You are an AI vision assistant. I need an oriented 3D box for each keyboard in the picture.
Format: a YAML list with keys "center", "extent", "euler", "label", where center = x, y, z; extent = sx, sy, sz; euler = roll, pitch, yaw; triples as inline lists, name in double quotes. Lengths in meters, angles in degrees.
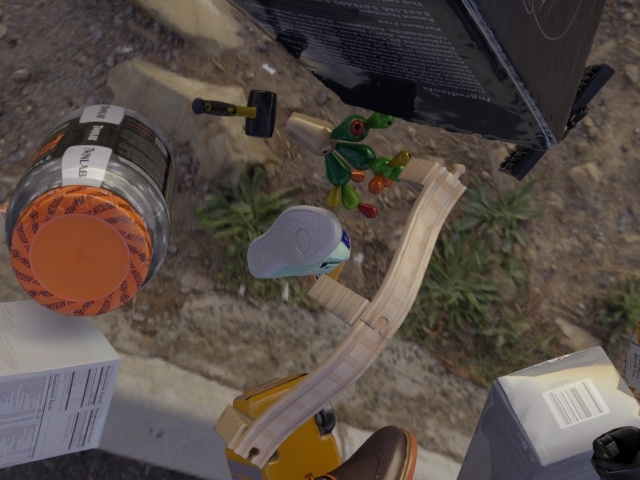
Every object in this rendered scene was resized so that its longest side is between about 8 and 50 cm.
- center: [0.300, -0.153, 1.111]
  extent: [0.023, 0.108, 0.180]
  euler: [38, 95, -13]
  label: "keyboard"

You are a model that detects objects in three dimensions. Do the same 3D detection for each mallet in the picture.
- center: [-0.104, -0.147, 1.051]
  extent: [0.039, 0.189, 0.062]
  euler: [9, 105, 20]
  label: "mallet"

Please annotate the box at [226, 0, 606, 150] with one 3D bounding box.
- center: [0.123, -0.400, 0.825]
  extent: [0.297, 0.471, 0.480]
  euler: [17, 86, 29]
  label: "box"

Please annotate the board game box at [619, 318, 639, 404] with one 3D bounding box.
- center: [0.431, 0.103, 1.035]
  extent: [0.146, 0.045, 0.194]
  euler: [-17, 129, -33]
  label: "board game box"

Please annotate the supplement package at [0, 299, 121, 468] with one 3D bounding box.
- center: [-0.508, 0.234, 1.442]
  extent: [0.262, 0.199, 0.198]
  euler: [-3, 122, -41]
  label: "supplement package"

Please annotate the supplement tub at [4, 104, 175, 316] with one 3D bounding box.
- center: [-0.171, -0.026, 0.664]
  extent: [0.117, 0.190, 0.117]
  euler: [-3, 113, -7]
  label: "supplement tub"

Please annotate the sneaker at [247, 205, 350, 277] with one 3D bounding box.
- center: [0.000, 0.000, 1.410]
  extent: [0.151, 0.256, 0.094]
  euler: [-4, 79, -31]
  label: "sneaker"

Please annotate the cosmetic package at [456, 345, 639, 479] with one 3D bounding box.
- center: [0.230, 0.224, 0.902]
  extent: [0.127, 0.107, 0.238]
  euler: [-14, 146, -17]
  label: "cosmetic package"

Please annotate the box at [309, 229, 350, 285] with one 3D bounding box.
- center: [0.022, 0.043, 1.817]
  extent: [0.028, 0.081, 0.136]
  euler: [12, 115, -22]
  label: "box"

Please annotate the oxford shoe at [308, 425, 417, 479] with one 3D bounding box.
- center: [0.007, 0.286, 0.929]
  extent: [0.271, 0.097, 0.098]
  euler: [-46, 108, -33]
  label: "oxford shoe"

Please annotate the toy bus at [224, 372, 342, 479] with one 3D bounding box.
- center: [-0.028, 0.336, 1.078]
  extent: [0.108, 0.130, 0.333]
  euler: [-17, 94, -32]
  label: "toy bus"

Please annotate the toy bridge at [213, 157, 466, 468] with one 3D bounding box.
- center: [0.017, 0.035, 0.446]
  extent: [0.026, 0.063, 0.188]
  euler: [39, 85, -24]
  label: "toy bridge"

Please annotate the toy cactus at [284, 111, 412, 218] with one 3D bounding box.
- center: [0.032, -0.115, 1.207]
  extent: [0.180, 0.219, 0.112]
  euler: [27, 67, 5]
  label: "toy cactus"

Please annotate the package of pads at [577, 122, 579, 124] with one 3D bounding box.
- center: [0.535, -0.283, 1.892]
  extent: [0.050, 0.083, 0.032]
  euler: [10, 128, 1]
  label: "package of pads"

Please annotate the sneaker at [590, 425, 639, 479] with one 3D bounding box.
- center: [0.249, 0.192, 0.721]
  extent: [0.058, 0.152, 0.085]
  euler: [-33, 90, -20]
  label: "sneaker"

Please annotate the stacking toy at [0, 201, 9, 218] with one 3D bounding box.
- center: [-0.454, -0.021, 1.476]
  extent: [0.175, 0.301, 0.166]
  euler: [-2, 108, -46]
  label: "stacking toy"
